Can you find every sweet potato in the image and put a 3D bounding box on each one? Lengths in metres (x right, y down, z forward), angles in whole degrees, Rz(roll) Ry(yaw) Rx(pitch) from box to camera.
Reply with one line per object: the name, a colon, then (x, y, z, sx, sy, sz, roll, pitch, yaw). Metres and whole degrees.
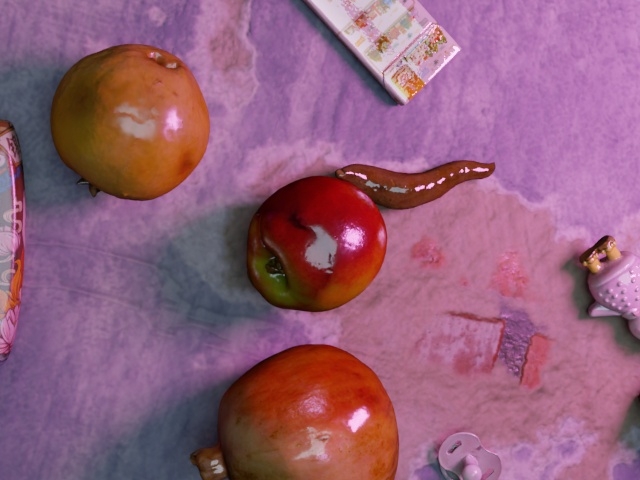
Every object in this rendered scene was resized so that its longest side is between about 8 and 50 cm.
sweet potato: (0.136, -0.078, 1.842, 0.250, 0.059, 0.069, -4, 79, -16)

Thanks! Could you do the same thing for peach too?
peach: (0.000, 0.000, 1.752, 0.197, 0.197, 0.197, 0, 91, -12)

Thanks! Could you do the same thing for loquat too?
loquat: (-0.245, -0.151, 1.687, 0.208, 0.208, 0.208, 0, 91, -12)

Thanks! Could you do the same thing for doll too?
doll: (0.457, 0.086, 1.902, 0.129, 0.081, 0.207, -38, 101, 10)

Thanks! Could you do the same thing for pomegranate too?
pomegranate: (-0.036, 0.264, 1.714, 0.271, 0.252, 0.229, -14, 114, -14)

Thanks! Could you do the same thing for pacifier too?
pacifier: (0.211, 0.325, 1.854, 0.099, 0.078, 0.081, 40, 104, -11)

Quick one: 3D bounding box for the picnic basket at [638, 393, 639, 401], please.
picnic basket: (0.575, 0.217, 1.903, 0.138, 0.128, 0.178, 39, 93, -12)

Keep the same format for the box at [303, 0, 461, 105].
box: (0.082, -0.310, 1.836, 0.122, 0.032, 0.220, -45, 100, -8)

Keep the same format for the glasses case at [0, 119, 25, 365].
glasses case: (-0.425, 0.003, 1.685, 0.082, 0.122, 0.320, 2, 91, -11)
